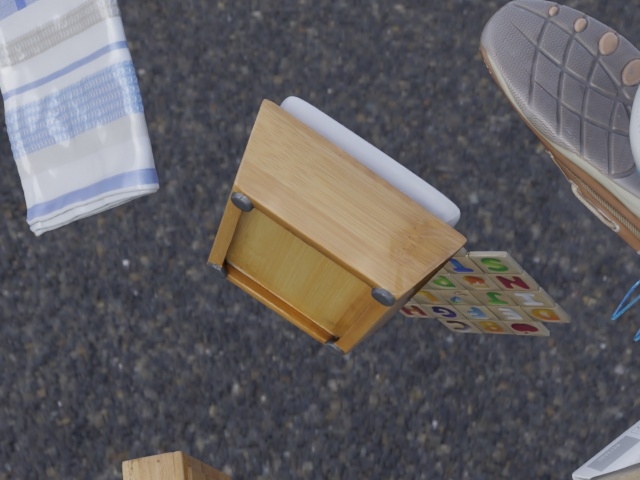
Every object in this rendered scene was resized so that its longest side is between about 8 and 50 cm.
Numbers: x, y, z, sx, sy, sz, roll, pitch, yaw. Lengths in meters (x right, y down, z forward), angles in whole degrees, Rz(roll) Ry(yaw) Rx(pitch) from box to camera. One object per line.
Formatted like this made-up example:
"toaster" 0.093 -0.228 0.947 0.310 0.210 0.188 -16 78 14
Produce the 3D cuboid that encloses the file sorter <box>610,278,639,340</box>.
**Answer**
"file sorter" 0.486 0.110 1.488 0.170 0.104 0.118 43 41 6

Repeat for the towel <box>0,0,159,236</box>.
"towel" -0.262 -0.159 1.143 0.034 0.209 0.285 -13 90 -48

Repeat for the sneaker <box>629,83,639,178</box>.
"sneaker" 0.188 -0.109 0.440 0.087 0.092 0.229 23 68 38

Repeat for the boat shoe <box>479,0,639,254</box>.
"boat shoe" 0.254 -0.070 0.976 0.123 0.116 0.324 -39 81 -19

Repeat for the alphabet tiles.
"alphabet tiles" 0.191 0.069 1.655 0.285 0.342 0.011 -1 64 36

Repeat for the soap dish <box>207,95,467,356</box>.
"soap dish" 0.000 0.000 1.159 0.229 0.291 0.118 35 67 1

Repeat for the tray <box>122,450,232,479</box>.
"tray" -0.126 0.445 1.198 0.076 0.203 0.411 -11 69 8

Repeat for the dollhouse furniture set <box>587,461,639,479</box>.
"dollhouse furniture set" 0.367 0.129 0.354 0.362 0.256 0.394 -26 79 -28

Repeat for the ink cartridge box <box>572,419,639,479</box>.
"ink cartridge box" 0.371 0.279 1.143 0.181 0.225 0.056 -32 14 -20
